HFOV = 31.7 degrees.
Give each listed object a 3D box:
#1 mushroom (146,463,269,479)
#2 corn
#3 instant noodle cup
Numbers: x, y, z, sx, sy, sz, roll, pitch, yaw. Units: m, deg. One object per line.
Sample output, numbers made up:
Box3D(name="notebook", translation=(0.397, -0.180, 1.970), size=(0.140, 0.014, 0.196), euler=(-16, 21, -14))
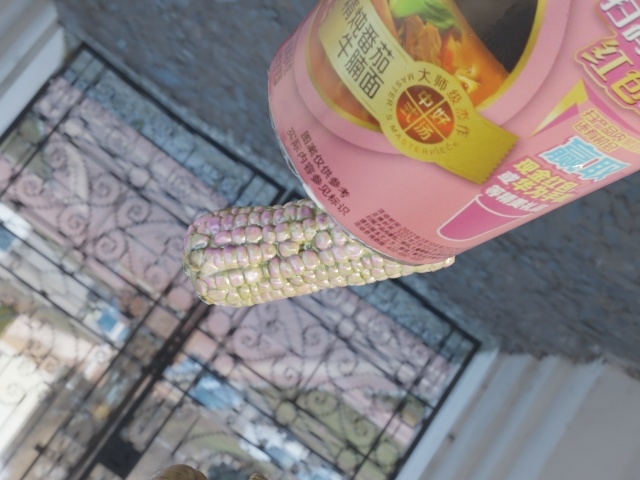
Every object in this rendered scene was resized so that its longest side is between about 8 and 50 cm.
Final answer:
Box3D(name="mushroom", translation=(-0.090, 0.318, 1.131), size=(0.286, 0.156, 0.151), euler=(27, 175, 30))
Box3D(name="corn", translation=(-0.001, 0.000, 1.320), size=(0.335, 0.126, 0.126), euler=(-11, 147, 14))
Box3D(name="instant noodle cup", translation=(0.111, -0.110, 0.605), size=(0.244, 0.244, 0.255), euler=(40, 128, -19))
